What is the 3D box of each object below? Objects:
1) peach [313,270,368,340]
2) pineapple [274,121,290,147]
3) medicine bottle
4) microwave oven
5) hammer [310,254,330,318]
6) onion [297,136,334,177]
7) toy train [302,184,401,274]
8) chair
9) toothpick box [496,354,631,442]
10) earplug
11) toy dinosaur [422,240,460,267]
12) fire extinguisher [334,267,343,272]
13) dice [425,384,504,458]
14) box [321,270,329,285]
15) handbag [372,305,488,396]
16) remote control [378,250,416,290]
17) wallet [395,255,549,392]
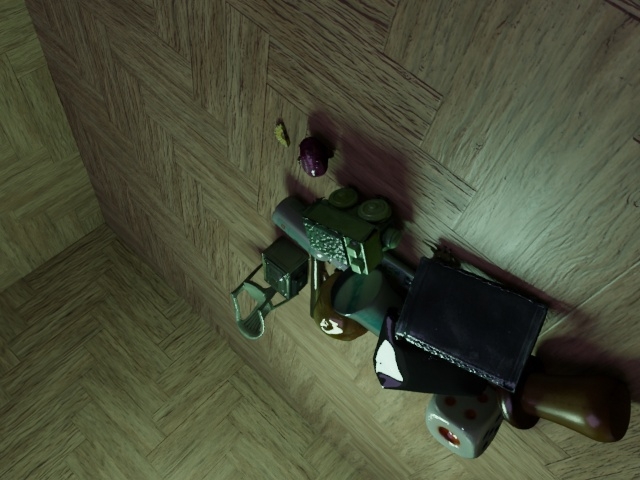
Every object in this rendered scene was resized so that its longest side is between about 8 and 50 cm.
[{"bbox_3d":[0.083,0.211,1.838,0.214,0.214,0.236,28,116,35],"label":"peach"},{"bbox_3d":[-0.118,-0.319,1.657,0.045,0.019,0.083,14,136,40],"label":"pineapple"},{"bbox_3d":[0.000,0.000,1.792,0.352,0.110,0.110,40,152,16],"label":"medicine bottle"},{"bbox_3d":[-0.138,0.112,2.121,0.163,0.129,0.205,38,152,22],"label":"microwave oven"},{"bbox_3d":[-0.017,0.139,2.021,0.168,0.044,0.440,36,144,30],"label":"hammer"},{"bbox_3d":[-0.013,-0.235,1.537,0.104,0.115,0.115,-13,127,9],"label":"onion"},{"bbox_3d":[0.087,-0.033,1.537,0.271,0.188,0.159,26,146,34],"label":"toy train"},{"bbox_3d":[-0.242,0.251,2.295,0.203,0.274,0.191,25,145,42],"label":"chair"},{"bbox_3d":[0.584,0.390,1.361,0.294,0.192,0.192,-1,126,50],"label":"toothpick box"},{"bbox_3d":[0.195,0.224,1.720,0.185,0.185,0.324,13,156,49],"label":"earplug"},{"bbox_3d":[0.317,0.038,1.471,0.119,0.029,0.060,31,159,32],"label":"toy dinosaur"},{"bbox_3d":[0.103,0.168,1.949,0.049,0.035,0.173,-20,114,20],"label":"fire extinguisher"},{"bbox_3d":[0.457,0.552,1.745,0.193,0.192,0.194,26,146,35],"label":"dice"},{"bbox_3d":[0.022,0.165,2.064,0.048,0.025,0.115,16,139,49],"label":"box"},{"bbox_3d":[0.320,0.311,1.613,0.342,0.152,0.288,1,127,11],"label":"handbag"},{"bbox_3d":[0.198,0.065,1.651,0.293,0.051,0.103,36,159,19],"label":"remote control"},{"bbox_3d":[0.379,0.203,1.409,0.342,0.075,0.237,22,101,31],"label":"wallet"}]
